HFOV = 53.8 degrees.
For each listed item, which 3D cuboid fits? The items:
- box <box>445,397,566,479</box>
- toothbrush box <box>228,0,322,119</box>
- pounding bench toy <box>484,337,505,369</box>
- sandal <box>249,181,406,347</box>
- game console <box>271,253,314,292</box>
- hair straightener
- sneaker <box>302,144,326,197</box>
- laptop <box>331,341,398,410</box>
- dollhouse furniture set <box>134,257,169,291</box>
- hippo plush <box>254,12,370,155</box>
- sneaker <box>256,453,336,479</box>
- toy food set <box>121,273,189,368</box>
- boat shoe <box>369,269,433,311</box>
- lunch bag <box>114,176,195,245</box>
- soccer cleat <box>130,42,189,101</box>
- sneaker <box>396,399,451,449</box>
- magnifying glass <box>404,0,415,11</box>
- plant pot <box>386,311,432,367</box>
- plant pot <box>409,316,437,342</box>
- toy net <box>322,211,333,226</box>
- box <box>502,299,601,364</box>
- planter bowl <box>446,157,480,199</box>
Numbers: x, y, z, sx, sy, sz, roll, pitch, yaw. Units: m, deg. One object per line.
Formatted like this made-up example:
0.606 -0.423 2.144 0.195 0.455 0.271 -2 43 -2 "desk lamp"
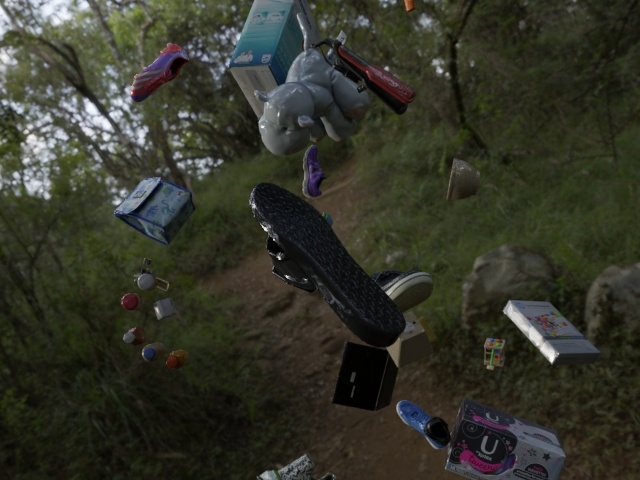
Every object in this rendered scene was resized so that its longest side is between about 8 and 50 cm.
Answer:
0.443 0.507 1.531 0.163 0.247 0.142 -19 -55 -76 "box"
-0.112 -0.505 1.699 0.126 0.216 0.295 4 62 21 "toothbrush box"
0.481 0.314 1.751 0.052 0.065 0.083 3 19 24 "pounding bench toy"
-0.019 0.049 1.228 0.167 0.446 0.107 2 -49 -48 "sandal"
-0.049 0.056 1.618 0.071 0.107 0.122 19 -81 -52 "game console"
0.076 -0.321 1.253 0.047 0.230 0.089 -57 -1 -28 "hair straightener"
-0.015 -0.221 2.026 0.071 0.170 0.068 0 -2 18 "sneaker"
0.182 0.505 2.372 0.136 0.264 0.234 -164 87 -79 "laptop"
-0.572 0.124 2.149 0.081 0.114 0.091 -30 -38 -73 "dollhouse furniture set"
-0.020 -0.307 1.452 0.236 0.234 0.294 -64 -3 -47 "hippo plush"
-0.011 0.738 1.750 0.182 0.410 0.158 -35 38 -11 "sneaker"
-0.388 0.191 1.436 0.111 0.232 0.104 -20 -5 -3 "toy food set"
0.221 0.172 2.088 0.187 0.156 0.500 -12 -15 -15 "boat shoe"
-0.402 -0.081 1.529 0.129 0.151 0.096 -58 -18 -32 "lunch bag"
-0.543 -0.551 2.120 0.248 0.095 0.083 -45 -23 9 "soccer cleat"
0.254 0.440 1.536 0.058 0.152 0.084 -37 -20 -23 "sneaker"
0.262 -0.846 2.008 0.092 0.231 0.026 -12 4 42 "magnifying glass"
0.232 0.257 1.702 0.109 0.109 0.096 -21 -42 -12 "plant pot"
0.286 0.293 1.912 0.083 0.081 0.081 -28 -12 -26 "plant pot"
0.000 0.000 2.228 0.232 0.045 0.122 -75 7 -56 "toy net"
0.540 0.214 1.481 0.145 0.186 0.038 5 -59 -29 "box"
0.554 -0.229 2.429 0.109 0.162 0.162 10 15 9 "planter bowl"
